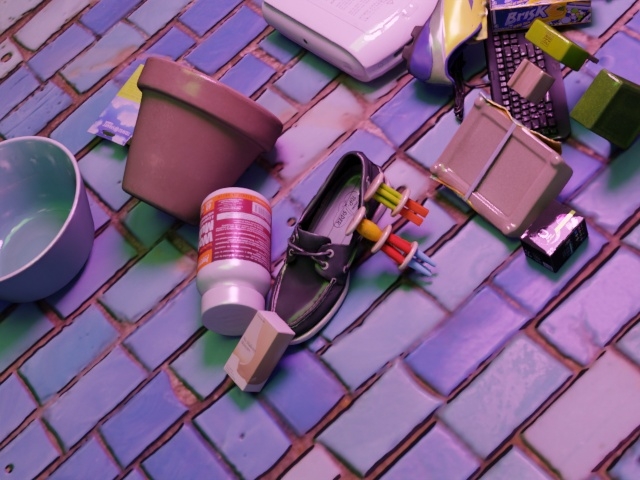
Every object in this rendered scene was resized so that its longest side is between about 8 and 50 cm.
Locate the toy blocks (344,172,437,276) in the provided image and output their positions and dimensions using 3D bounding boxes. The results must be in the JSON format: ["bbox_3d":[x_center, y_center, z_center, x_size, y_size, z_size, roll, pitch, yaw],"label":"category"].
[{"bbox_3d":[0.127,-0.019,1.697,0.148,0.054,0.123,33,65,-7],"label":"toy blocks"}]

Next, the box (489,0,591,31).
[{"bbox_3d":[0.376,-0.404,1.866,0.168,0.059,0.054,-5,56,11],"label":"box"}]

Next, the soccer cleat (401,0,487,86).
[{"bbox_3d":[0.247,-0.395,1.859,0.121,0.093,0.289,27,90,20],"label":"soccer cleat"}]

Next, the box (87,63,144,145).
[{"bbox_3d":[-0.354,-0.252,2.094,0.109,0.042,0.178,21,68,33],"label":"box"}]

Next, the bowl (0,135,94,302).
[{"bbox_3d":[-0.525,-0.013,1.923,0.311,0.163,0.312,-11,53,15],"label":"bowl"}]

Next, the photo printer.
[{"bbox_3d":[0.077,-0.435,2.004,0.256,0.107,0.307,-45,54,-12],"label":"photo printer"}]

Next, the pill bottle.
[{"bbox_3d":[-0.139,0.034,1.762,0.121,0.121,0.221,-11,54,15],"label":"pill bottle"}]

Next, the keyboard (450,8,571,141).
[{"bbox_3d":[0.306,-0.279,1.854,0.201,0.033,0.317,-12,53,15],"label":"keyboard"}]

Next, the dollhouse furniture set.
[{"bbox_3d":[0.348,-0.162,1.718,0.197,0.151,0.302,45,111,32],"label":"dollhouse furniture set"}]

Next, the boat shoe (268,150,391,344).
[{"bbox_3d":[0.004,0.001,1.731,0.127,0.113,0.340,23,69,31],"label":"boat shoe"}]

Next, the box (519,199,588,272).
[{"bbox_3d":[0.352,-0.006,1.635,0.062,0.052,0.083,34,76,35],"label":"box"}]

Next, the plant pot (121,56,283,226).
[{"bbox_3d":[-0.230,-0.157,1.872,0.263,0.263,0.229,25,86,33],"label":"plant pot"}]

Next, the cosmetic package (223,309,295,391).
[{"bbox_3d":[-0.094,0.170,1.670,0.060,0.041,0.115,41,109,37],"label":"cosmetic package"}]
